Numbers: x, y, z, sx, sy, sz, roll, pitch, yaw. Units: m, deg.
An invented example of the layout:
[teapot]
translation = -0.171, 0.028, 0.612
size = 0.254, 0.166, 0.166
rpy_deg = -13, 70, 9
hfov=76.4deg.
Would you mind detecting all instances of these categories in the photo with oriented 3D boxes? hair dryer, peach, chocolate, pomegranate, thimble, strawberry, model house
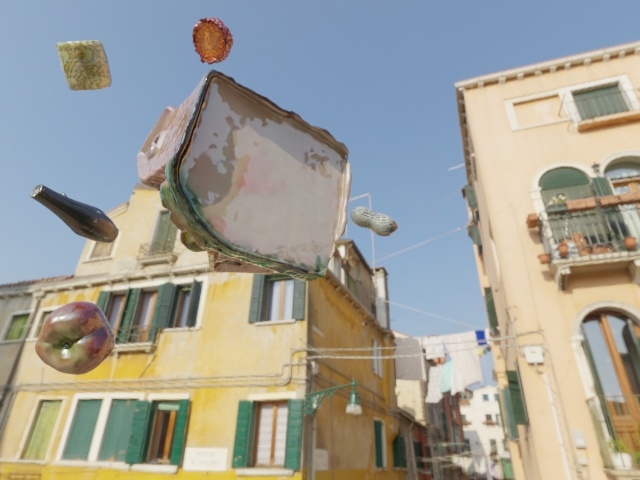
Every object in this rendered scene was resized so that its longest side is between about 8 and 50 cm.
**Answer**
[hair dryer]
translation = -0.594, -0.082, 0.958
size = 0.219, 0.075, 0.195
rpy_deg = 27, -14, 40
[peach]
translation = -0.521, 0.204, 0.886
size = 0.152, 0.152, 0.152
rpy_deg = 1, -29, 1
[chocolate]
translation = 0.171, -0.062, 1.316
size = 0.167, 0.072, 0.072
rpy_deg = 26, -17, 29
[pomegranate]
translation = -0.395, -0.009, 1.333
size = 0.114, 0.115, 0.142
rpy_deg = 0, -23, 4
[thimble]
translation = -0.777, -0.573, 1.330
size = 0.190, 0.137, 0.144
rpy_deg = 17, -55, 33
[strawberry]
translation = -0.356, -0.665, 1.356
size = 0.145, 0.086, 0.145
rpy_deg = 6, -60, 10
[model house]
translation = -0.126, -0.057, 0.563
size = 0.236, 0.202, 0.237
rpy_deg = 19, -19, -36
